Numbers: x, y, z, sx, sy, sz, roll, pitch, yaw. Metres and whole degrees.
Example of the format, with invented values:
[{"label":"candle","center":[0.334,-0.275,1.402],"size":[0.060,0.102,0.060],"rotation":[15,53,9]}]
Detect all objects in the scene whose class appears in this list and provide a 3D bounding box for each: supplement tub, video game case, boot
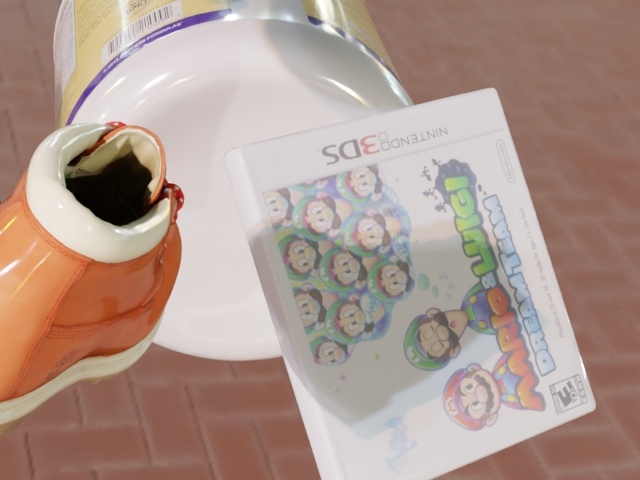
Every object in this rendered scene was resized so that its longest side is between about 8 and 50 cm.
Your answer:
[{"label":"supplement tub","center":[-0.067,-0.099,0.983],"size":[0.241,0.241,0.331],"rotation":[5,31,-13]},{"label":"video game case","center":[0.043,0.021,0.607],"size":[0.143,0.019,0.157],"rotation":[-16,88,-32]},{"label":"boot","center":[-0.063,0.000,0.403],"size":[0.059,0.084,0.158],"rotation":[41,18,-1]}]

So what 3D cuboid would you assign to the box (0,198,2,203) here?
[{"label":"box","center":[-0.372,0.039,1.314],"size":[0.060,0.100,0.244],"rotation":[3,59,12]}]
